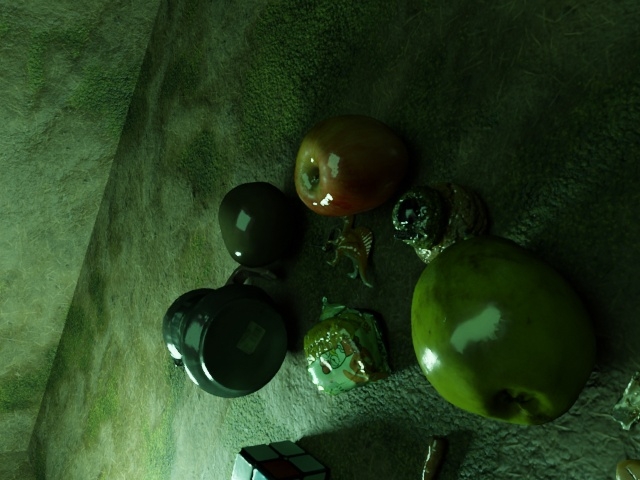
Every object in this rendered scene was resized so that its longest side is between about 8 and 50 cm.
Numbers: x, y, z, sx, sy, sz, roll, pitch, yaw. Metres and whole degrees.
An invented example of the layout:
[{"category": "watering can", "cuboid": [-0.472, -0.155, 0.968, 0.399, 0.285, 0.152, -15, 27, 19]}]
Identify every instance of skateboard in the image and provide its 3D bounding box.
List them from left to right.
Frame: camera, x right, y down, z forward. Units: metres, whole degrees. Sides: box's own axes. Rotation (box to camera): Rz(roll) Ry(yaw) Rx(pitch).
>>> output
[{"category": "skateboard", "cuboid": [0.000, 0.000, 1.518, 0.083, 0.032, 0.063, 4, 77, 47]}]

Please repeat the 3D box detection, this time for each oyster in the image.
[{"category": "oyster", "cuboid": [0.496, 0.254, 0.896, 0.051, 0.034, 0.093, -118, 39, -55]}]

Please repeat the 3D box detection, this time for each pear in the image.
[{"category": "pear", "cuboid": [0.295, 0.129, 0.980, 0.287, 0.288, 0.375, -42, 40, 37]}]

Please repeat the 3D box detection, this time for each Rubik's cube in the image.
[{"category": "Rubik's cube", "cuboid": [-0.109, 0.624, 1.419, 0.167, 0.180, 0.183, 16, 94, 48]}]

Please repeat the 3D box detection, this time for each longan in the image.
[{"category": "longan", "cuboid": [-0.180, -0.045, 1.589, 0.246, 0.215, 0.245, -52, 26, 39]}]

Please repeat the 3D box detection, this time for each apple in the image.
[{"category": "apple", "cuboid": [0.074, -0.166, 1.311, 0.242, 0.241, 0.241, 21, 115, 53]}]

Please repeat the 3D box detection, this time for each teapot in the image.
[{"category": "teapot", "cuboid": [-0.267, 0.234, 1.620, 0.362, 0.306, 0.375, 2, 57, 56]}]

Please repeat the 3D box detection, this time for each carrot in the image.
[{"category": "carrot", "cuboid": [0.225, 0.475, 1.170, 0.036, 0.036, 0.164, 22, 103, 49]}]

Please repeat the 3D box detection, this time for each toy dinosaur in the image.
[{"category": "toy dinosaur", "cuboid": [0.091, 0.019, 1.403, 0.212, 0.057, 0.142, 31, 88, 35]}]

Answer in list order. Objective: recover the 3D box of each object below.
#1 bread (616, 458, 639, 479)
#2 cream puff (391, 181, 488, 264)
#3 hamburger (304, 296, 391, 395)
[{"category": "bread", "cuboid": [0.492, 0.377, 0.867, 0.081, 0.046, 0.083, 20, 100, 51]}, {"category": "cream puff", "cuboid": [0.223, -0.035, 1.155, 0.183, 0.169, 0.183, -10, 76, 46]}, {"category": "hamburger", "cuboid": [0.045, 0.242, 1.343, 0.214, 0.125, 0.235, -22, 81, 35]}]
